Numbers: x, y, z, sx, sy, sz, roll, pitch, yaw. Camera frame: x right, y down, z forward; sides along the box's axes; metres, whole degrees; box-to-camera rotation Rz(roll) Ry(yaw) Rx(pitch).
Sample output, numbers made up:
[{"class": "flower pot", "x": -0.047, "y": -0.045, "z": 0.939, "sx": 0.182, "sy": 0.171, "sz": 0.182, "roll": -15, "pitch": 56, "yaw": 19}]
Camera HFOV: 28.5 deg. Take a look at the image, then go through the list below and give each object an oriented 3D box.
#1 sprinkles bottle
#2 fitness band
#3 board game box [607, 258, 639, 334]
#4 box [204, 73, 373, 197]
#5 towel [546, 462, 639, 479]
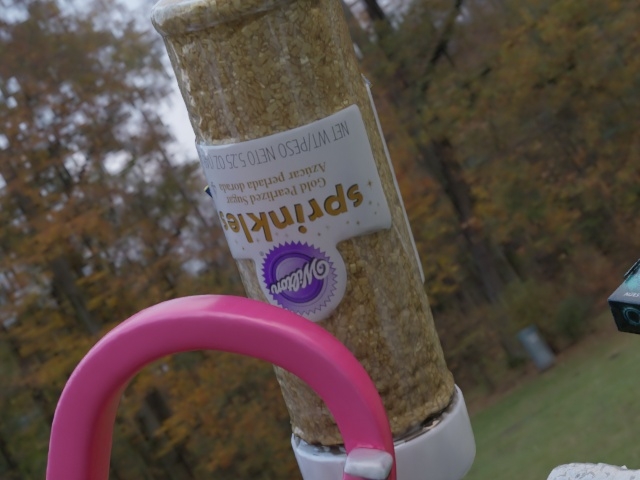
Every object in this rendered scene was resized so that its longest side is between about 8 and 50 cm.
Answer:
[{"class": "sprinkles bottle", "x": 0.000, "y": 0.000, "z": 0.819, "sx": 0.121, "sy": 0.355, "sz": 0.121, "roll": -16, "pitch": 16, "yaw": 5}, {"class": "fitness band", "x": -0.064, "y": 0.176, "z": 0.752, "sx": 0.209, "sy": 0.291, "sz": 0.054, "roll": 10, "pitch": 15, "yaw": 10}, {"class": "board game box", "x": 0.258, "y": 0.012, "z": 0.639, "sx": 0.186, "sy": 0.026, "sz": 0.126, "roll": 6, "pitch": 39, "yaw": 48}, {"class": "box", "x": -0.029, "y": -0.094, "z": 1.145, "sx": 0.169, "sy": 0.054, "sz": 0.059, "roll": -46, "pitch": 4, "yaw": 16}, {"class": "towel", "x": 0.200, "y": 0.274, "z": 0.791, "sx": 0.187, "sy": 0.049, "sz": 0.282, "roll": -11, "pitch": 54, "yaw": 47}]
